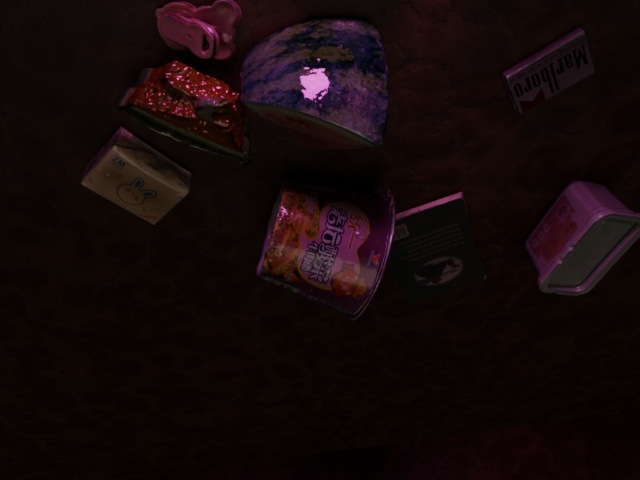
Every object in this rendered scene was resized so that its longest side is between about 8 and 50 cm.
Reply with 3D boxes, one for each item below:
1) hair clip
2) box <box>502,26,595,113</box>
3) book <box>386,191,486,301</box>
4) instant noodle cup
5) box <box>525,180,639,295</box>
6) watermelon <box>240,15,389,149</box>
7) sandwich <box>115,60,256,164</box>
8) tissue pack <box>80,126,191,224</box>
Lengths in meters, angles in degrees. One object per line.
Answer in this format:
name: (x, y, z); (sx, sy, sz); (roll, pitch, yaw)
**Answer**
hair clip: (-0.234, -0.410, 0.947); (0.138, 0.102, 0.123); (24, 132, 13)
box: (0.510, -0.376, 1.096); (0.177, 0.036, 0.115); (-28, 132, 17)
book: (0.334, 0.032, 1.463); (0.260, 0.043, 0.371); (-19, 133, 12)
instant noodle cup: (0.000, 0.000, 1.208); (0.265, 0.340, 0.340); (17, 130, -9)
box: (0.723, -0.011, 1.384); (0.175, 0.182, 0.312); (7, 132, -15)
watermelon: (-0.010, -0.261, 0.980); (0.283, 0.250, 0.293); (-4, 130, 2)
sandwich: (-0.254, -0.265, 0.979); (0.292, 0.109, 0.212); (15, 166, -7)
tissue pack: (-0.422, -0.143, 1.131); (0.148, 0.092, 0.196); (-37, 128, 25)
